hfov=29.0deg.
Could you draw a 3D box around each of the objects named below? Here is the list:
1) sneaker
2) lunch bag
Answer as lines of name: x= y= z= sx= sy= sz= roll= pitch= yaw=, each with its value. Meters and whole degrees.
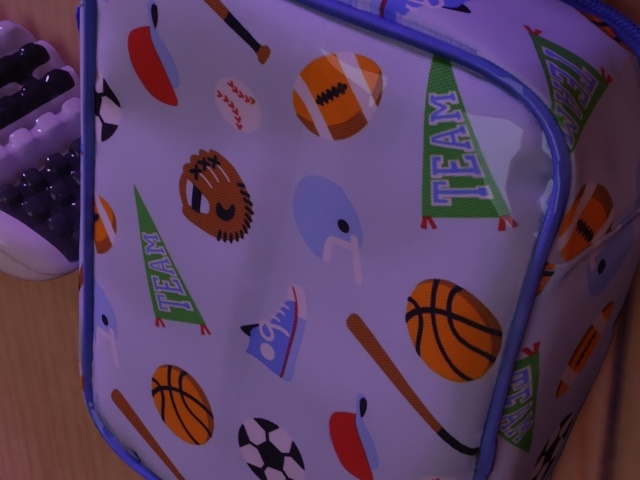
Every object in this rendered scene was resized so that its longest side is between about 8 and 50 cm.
sneaker: x=-0.213 y=-0.067 z=0.657 sx=0.292 sy=0.110 sz=0.118 roll=40 pitch=140 yaw=24
lunch bag: x=0.000 y=0.000 z=0.520 sx=0.243 sy=0.115 sz=0.303 roll=29 pitch=129 yaw=25
